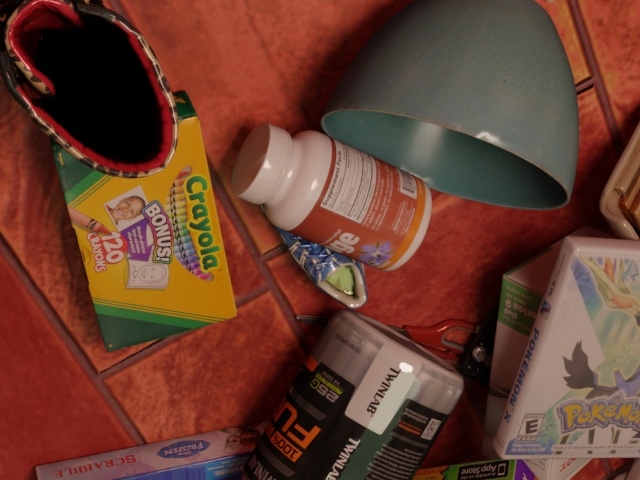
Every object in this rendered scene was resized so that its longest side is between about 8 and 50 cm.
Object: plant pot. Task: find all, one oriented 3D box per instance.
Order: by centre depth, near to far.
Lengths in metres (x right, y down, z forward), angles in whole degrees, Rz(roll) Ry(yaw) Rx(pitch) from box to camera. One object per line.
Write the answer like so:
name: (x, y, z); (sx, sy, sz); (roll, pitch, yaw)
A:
plant pot: (0.168, -0.176, 1.398); (0.290, 0.290, 0.196); (24, 80, -28)

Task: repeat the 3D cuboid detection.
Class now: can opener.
can opener: (0.249, 0.110, 1.683); (0.059, 0.073, 0.186); (26, 96, 9)

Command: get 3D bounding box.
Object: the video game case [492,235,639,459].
video game case: (0.399, 0.141, 1.530); (0.328, 0.036, 0.300); (4, 116, -22)

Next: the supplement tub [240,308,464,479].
supplement tub: (0.027, 0.262, 1.564); (0.193, 0.193, 0.316); (29, 92, -29)

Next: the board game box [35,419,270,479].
board game box: (-0.209, 0.418, 1.700); (0.318, 0.066, 0.318); (-10, 121, -14)

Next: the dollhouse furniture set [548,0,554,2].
dollhouse furniture set: (0.322, -0.315, 1.460); (0.091, 0.081, 0.114); (32, 104, -30)

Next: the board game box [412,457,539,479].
board game box: (0.161, 0.549, 1.641); (0.356, 0.356, 0.356); (-15, 131, 32)

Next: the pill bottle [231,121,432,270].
pill bottle: (0.011, -0.054, 1.437); (0.216, 0.121, 0.121); (23, 109, -23)

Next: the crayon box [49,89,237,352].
crayon box: (-0.204, -0.020, 1.448); (0.165, 0.081, 0.279); (-15, 121, -10)

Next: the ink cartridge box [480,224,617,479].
ink cartridge box: (0.329, 0.156, 1.653); (0.211, 0.121, 0.289); (-26, 129, -42)

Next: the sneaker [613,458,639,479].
sneaker: (0.544, 0.285, 1.858); (0.297, 0.129, 0.111); (-50, 121, -9)

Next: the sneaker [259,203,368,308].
sneaker: (0.000, 0.000, 1.528); (0.080, 0.081, 0.211); (-37, 120, 6)

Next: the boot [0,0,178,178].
boot: (-0.269, -0.212, 1.169); (0.138, 0.284, 0.377); (-36, 108, -5)

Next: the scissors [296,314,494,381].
scissors: (0.109, 0.120, 1.672); (0.297, 0.021, 0.109); (28, 107, -28)

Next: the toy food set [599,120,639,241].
toy food set: (0.482, -0.066, 1.580); (0.220, 0.092, 0.306); (50, 61, -33)
